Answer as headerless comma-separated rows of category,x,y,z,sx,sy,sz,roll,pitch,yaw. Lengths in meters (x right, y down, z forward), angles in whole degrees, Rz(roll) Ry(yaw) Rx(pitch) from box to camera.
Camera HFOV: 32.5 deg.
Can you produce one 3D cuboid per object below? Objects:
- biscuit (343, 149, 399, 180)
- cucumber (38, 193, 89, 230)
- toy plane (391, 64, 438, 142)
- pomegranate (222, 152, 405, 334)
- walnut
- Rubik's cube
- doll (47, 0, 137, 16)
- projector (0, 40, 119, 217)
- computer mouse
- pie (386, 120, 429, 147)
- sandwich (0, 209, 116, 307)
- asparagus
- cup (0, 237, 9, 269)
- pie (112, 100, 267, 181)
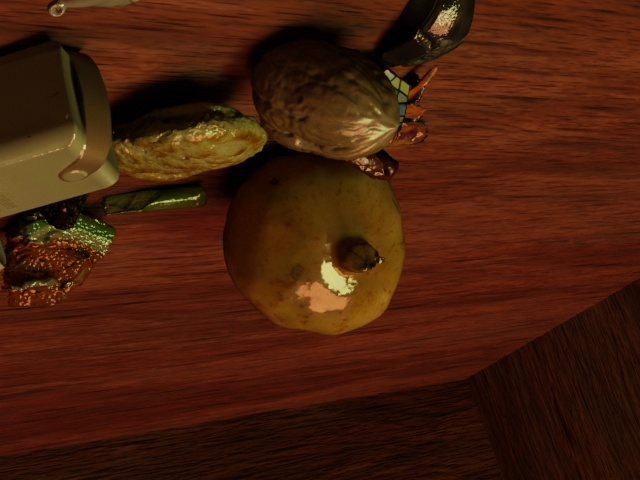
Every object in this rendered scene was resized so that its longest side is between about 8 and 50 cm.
biscuit,0.040,-0.153,1.740,0.049,0.192,0.192,-58,150,8
cucumber,-0.365,-0.108,1.643,0.072,0.072,0.300,-7,157,-28
toy plane,0.134,-0.233,1.792,0.135,0.062,0.188,-3,142,-36
pomegranate,0.000,0.000,1.883,0.342,0.342,0.342,-16,160,-6
walnut,0.013,-0.195,1.559,0.178,0.230,0.178,-39,141,-41
Rubik's cube,0.077,-0.217,1.689,0.112,0.133,0.133,12,157,-2
doll,-0.211,-0.317,1.229,0.227,0.075,0.102,-31,142,3
projector,-0.379,-0.139,1.418,0.242,0.163,0.177,-17,162,4
computer mouse,0.163,-0.302,1.612,0.106,0.062,0.192,-5,155,-32
pie,0.125,-0.185,1.931,0.170,0.034,0.092,-9,162,-23
sandwich,-0.433,0.032,1.835,0.185,0.160,0.109,5,170,-33
asparagus,-0.283,-0.069,1.868,0.178,0.041,0.045,-7,-158,-27
cup,-0.627,0.038,1.654,0.279,0.196,0.196,-24,161,-6
pie,-0.204,-0.149,1.610,0.248,0.090,0.201,-11,167,28
